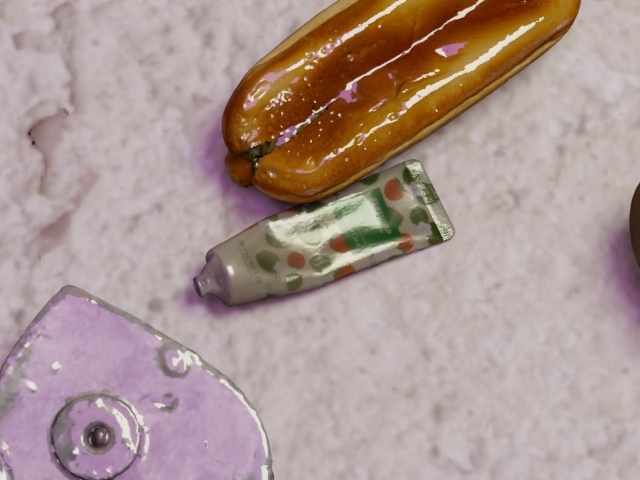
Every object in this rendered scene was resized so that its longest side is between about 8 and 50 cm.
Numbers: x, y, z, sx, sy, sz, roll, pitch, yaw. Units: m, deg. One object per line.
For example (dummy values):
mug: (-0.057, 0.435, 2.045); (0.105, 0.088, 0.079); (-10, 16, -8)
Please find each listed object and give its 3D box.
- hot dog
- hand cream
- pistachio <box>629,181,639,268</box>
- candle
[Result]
hot dog: (0.048, -0.110, 1.148); (0.249, 0.068, 0.100); (-33, 86, -12)
hand cream: (0.000, 0.000, 1.133); (0.165, 0.037, 0.057); (-21, 76, -17)
pistachio: (0.285, 0.026, 1.104); (0.226, 0.136, 0.136); (38, 74, 0)
candle: (-0.126, 0.112, 1.065); (0.192, 0.068, 0.168); (-12, 73, -12)
